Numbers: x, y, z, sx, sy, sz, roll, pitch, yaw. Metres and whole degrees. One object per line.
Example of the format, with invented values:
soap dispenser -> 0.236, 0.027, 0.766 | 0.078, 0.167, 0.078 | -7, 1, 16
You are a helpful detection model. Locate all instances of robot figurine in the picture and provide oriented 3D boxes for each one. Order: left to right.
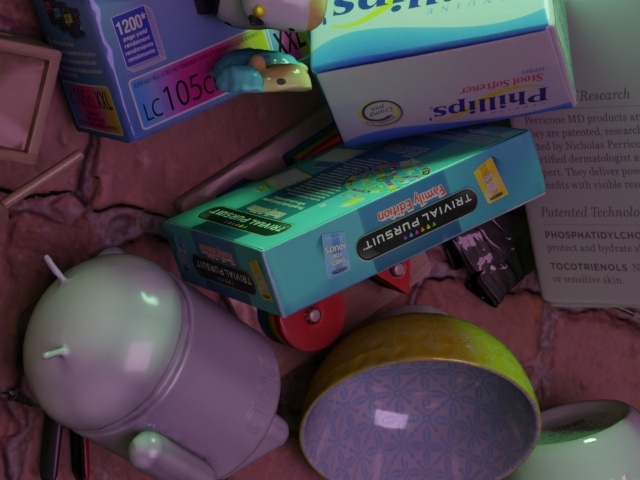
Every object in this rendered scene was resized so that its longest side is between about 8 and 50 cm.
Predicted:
robot figurine -> -0.183, 0.141, 1.885 | 0.200, 0.300, 0.353 | -35, 137, 17

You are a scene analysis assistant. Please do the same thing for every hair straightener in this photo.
hair straightener -> -0.304, 0.164, 1.935 | 0.089, 0.047, 0.230 | -2, 97, -28

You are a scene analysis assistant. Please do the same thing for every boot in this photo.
boot -> 0.218, -0.045, 2.174 | 0.161, 0.083, 0.246 | -34, 110, -14

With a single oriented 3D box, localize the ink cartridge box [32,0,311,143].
ink cartridge box -> -0.186, -0.338, 1.851 | 0.270, 0.151, 0.395 | -28, 111, -29

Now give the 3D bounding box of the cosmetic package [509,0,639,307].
cosmetic package -> 0.452, -0.153, 2.091 | 0.329, 0.327, 0.393 | -27, 110, -46

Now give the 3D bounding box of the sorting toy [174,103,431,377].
sorting toy -> 0.000, 0.000, 2.053 | 0.257, 0.089, 0.255 | -34, 111, -21

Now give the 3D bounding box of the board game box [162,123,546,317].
board game box -> 0.034, -0.035, 1.871 | 0.336, 0.254, 0.079 | -25, 108, -23

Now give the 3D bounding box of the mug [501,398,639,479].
mug -> 0.307, 0.395, 2.196 | 0.374, 0.276, 0.328 | -14, 99, 5

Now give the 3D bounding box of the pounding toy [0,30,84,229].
pounding toy -> -0.350, -0.119, 1.853 | 0.181, 0.094, 0.206 | 8, 102, -34

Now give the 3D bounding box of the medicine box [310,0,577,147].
medicine box -> 0.132, -0.274, 1.911 | 0.149, 0.263, 0.289 | 63, 21, -52

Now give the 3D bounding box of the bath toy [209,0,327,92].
bath toy -> -0.061, -0.325, 1.753 | 0.129, 0.151, 0.348 | -8, 101, -51

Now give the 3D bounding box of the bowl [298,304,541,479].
bowl -> 0.115, 0.172, 2.083 | 0.289, 0.289, 0.156 | 27, 41, -28
